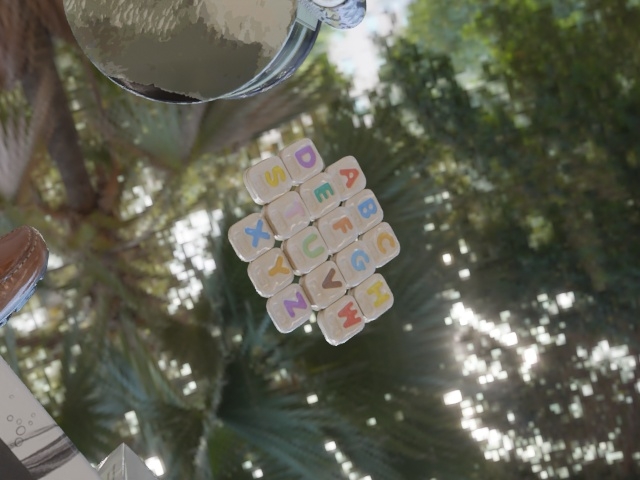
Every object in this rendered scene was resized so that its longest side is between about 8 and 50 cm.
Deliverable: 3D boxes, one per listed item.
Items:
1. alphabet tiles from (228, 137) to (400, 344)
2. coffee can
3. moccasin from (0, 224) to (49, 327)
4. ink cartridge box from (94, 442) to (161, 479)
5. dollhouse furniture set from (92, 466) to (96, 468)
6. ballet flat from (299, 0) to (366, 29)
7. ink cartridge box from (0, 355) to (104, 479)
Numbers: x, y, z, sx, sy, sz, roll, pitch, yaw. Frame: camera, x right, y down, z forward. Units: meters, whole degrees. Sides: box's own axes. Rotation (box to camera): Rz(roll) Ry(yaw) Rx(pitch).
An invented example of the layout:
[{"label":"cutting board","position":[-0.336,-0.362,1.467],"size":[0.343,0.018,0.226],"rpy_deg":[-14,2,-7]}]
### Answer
[{"label":"alphabet tiles","position":[0.000,0.000,1.784],"size":[0.278,0.284,0.021],"rpy_deg":[-32,-173,-41]},{"label":"coffee can","position":[-0.106,-0.230,1.143],"size":[0.202,0.201,0.275],"rpy_deg":[-15,-174,6]},{"label":"moccasin","position":[-0.490,0.071,1.388],"size":[0.380,0.147,0.139],"rpy_deg":[-21,-152,-1]},{"label":"ink cartridge box","position":[-0.208,0.359,1.091],"size":[0.270,0.198,0.197],"rpy_deg":[-43,-171,-4]},{"label":"dollhouse furniture set","position":[-0.295,0.303,1.353],"size":[0.184,0.129,0.129],"rpy_deg":[21,143,-32]},{"label":"ballet flat","position":[-0.007,-0.170,0.735],"size":[0.041,0.114,0.041],"rpy_deg":[-27,-154,14]},{"label":"ink cartridge box","position":[-0.215,0.143,0.590],"size":[0.197,0.273,0.114],"rpy_deg":[-40,180,-20]}]
